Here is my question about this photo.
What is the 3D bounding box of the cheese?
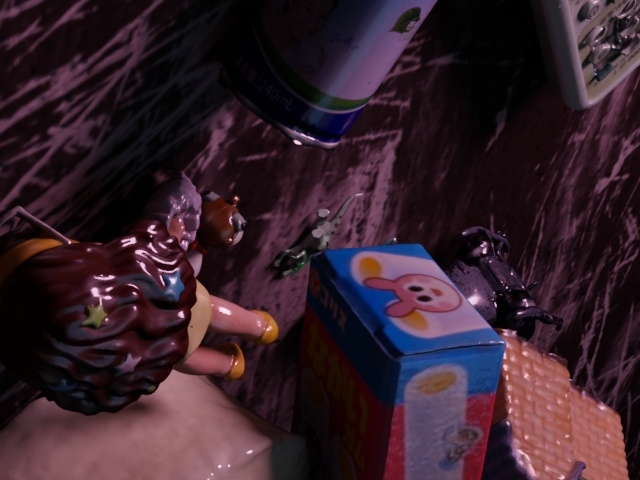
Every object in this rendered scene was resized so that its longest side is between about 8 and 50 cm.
[{"bbox_3d":[-0.153,0.256,1.459,0.292,0.153,0.332,-35,150,-35],"label":"cheese"}]

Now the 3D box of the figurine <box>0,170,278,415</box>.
[{"bbox_3d":[-0.128,0.048,1.268,0.175,0.116,0.240,-53,153,16],"label":"figurine"}]

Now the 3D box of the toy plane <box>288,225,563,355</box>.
[{"bbox_3d":[0.101,0.069,1.664,0.155,0.106,0.382,-39,161,13],"label":"toy plane"}]

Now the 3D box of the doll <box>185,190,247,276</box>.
[{"bbox_3d":[-0.087,0.004,1.357,0.085,0.040,0.058,-41,164,-9],"label":"doll"}]

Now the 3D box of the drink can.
[{"bbox_3d":[0.035,-0.175,1.211,0.235,0.097,0.097,-55,153,19],"label":"drink can"}]

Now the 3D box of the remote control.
[{"bbox_3d":[0.203,-0.218,1.428,0.128,0.065,0.335,-44,154,-8],"label":"remote control"}]

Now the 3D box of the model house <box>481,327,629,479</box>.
[{"bbox_3d":[0.166,0.207,1.606,0.183,0.172,0.166,27,128,-30],"label":"model house"}]

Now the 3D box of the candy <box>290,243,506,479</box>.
[{"bbox_3d":[0.048,0.169,1.477,0.100,0.157,0.306,-6,121,-21],"label":"candy"}]

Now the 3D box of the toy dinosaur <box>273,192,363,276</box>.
[{"bbox_3d":[0.000,0.000,1.496,0.083,0.021,0.062,-30,157,-21],"label":"toy dinosaur"}]
